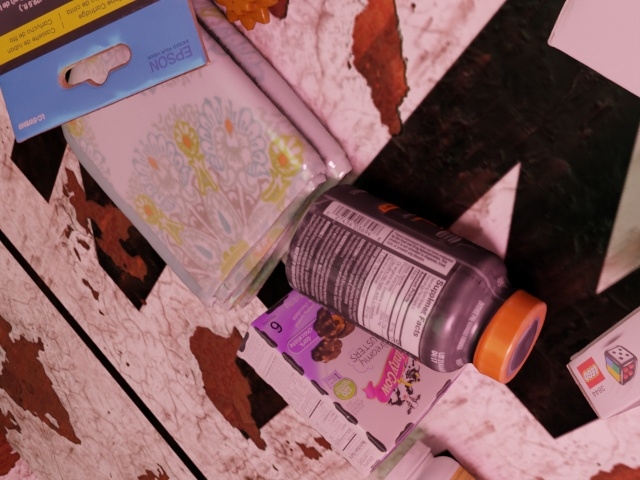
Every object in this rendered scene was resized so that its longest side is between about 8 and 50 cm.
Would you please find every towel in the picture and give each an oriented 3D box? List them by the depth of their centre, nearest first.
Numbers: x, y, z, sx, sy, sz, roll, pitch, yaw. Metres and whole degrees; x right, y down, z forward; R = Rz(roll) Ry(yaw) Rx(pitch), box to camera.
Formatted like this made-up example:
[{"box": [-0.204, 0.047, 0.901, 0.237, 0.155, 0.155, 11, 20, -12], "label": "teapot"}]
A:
[{"box": [-0.159, -0.124, 0.939, 0.374, 0.090, 0.320, 48, 136, 7], "label": "towel"}]

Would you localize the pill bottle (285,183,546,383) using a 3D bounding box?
[{"box": [0.096, 0.047, 0.776, 0.246, 0.130, 0.130, 28, 133, 27], "label": "pill bottle"}]

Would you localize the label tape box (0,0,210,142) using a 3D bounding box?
[{"box": [-0.238, -0.294, 0.772, 0.241, 0.106, 0.333, -16, 96, 22], "label": "label tape box"}]

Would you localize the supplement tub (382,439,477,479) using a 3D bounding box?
[{"box": [0.152, 0.350, 0.919, 0.200, 0.144, 0.144, 41, 138, 15], "label": "supplement tub"}]

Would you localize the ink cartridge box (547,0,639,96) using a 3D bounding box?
[{"box": [0.253, -0.139, 0.436, 0.154, 0.212, 0.093, 37, 139, 19], "label": "ink cartridge box"}]

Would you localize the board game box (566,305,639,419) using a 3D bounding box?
[{"box": [0.320, 0.007, 0.487, 0.053, 0.193, 0.305, 64, 145, 25], "label": "board game box"}]

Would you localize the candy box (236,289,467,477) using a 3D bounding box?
[{"box": [0.037, 0.131, 0.862, 0.196, 0.165, 0.070, 41, 139, 14], "label": "candy box"}]

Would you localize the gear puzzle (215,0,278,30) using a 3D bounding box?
[{"box": [-0.058, -0.347, 0.716, 0.175, 0.044, 0.339, 40, 138, 16], "label": "gear puzzle"}]
